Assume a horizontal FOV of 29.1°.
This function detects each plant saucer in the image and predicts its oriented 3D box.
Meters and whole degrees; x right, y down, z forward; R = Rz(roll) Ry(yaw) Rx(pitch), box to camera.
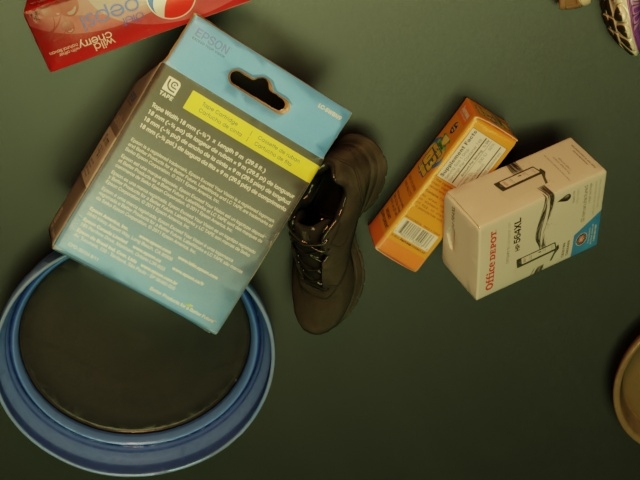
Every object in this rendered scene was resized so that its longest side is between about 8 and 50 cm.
[{"bbox_3d":[0.581,0.209,1.902,0.277,0.041,0.278,-3,117,-6],"label":"plant saucer"}]

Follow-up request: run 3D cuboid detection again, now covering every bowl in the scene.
[{"bbox_3d":[-0.260,0.156,1.735,0.391,0.077,0.391,-3,117,-6],"label":"bowl"}]

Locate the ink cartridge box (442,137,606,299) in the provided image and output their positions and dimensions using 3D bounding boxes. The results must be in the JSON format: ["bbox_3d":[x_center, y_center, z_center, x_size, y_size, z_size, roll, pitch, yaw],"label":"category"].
[{"bbox_3d":[0.272,-0.028,1.655,0.203,0.086,0.148,-24,139,-17],"label":"ink cartridge box"}]

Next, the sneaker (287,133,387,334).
[{"bbox_3d":[0.000,0.000,1.647,0.109,0.130,0.286,19,114,23],"label":"sneaker"}]

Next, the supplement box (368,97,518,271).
[{"bbox_3d":[0.164,-0.075,1.673,0.080,0.078,0.233,32,109,-20],"label":"supplement box"}]

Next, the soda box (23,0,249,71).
[{"bbox_3d":[-0.220,-0.296,1.493,0.263,0.092,0.083,-19,120,2],"label":"soda box"}]

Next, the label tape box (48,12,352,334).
[{"bbox_3d":[-0.153,-0.086,1.553,0.240,0.106,0.334,31,95,-19],"label":"label tape box"}]

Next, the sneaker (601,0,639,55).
[{"bbox_3d":[0.403,-0.319,1.585,0.071,0.068,0.170,-17,118,-5],"label":"sneaker"}]

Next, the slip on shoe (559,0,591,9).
[{"bbox_3d":[0.307,-0.355,1.564,0.041,0.051,0.135,-17,125,14],"label":"slip on shoe"}]
